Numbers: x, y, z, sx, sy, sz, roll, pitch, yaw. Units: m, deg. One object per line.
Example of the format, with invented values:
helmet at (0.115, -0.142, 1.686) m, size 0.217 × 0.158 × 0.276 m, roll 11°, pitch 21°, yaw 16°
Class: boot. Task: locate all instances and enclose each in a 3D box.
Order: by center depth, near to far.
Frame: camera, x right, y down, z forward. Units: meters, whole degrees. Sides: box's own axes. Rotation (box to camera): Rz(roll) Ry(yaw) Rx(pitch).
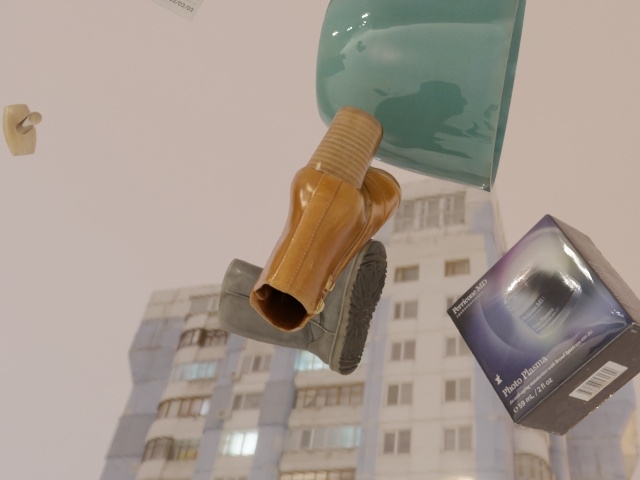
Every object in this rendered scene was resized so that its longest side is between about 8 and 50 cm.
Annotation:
boot at (0.001, 0.000, 0.902) m, size 0.104 × 0.211 × 0.295 m, roll 24°, pitch -11°, yaw 11°
boot at (-0.029, 0.062, 1.086) m, size 0.208 × 0.190 × 0.076 m, roll 22°, pitch 6°, yaw 37°

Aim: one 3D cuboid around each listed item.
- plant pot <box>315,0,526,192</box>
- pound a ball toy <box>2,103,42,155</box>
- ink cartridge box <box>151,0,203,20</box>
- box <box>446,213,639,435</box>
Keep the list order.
plant pot at (0.128, -0.224, 1.082) m, size 0.235 × 0.293 × 0.293 m, roll 10°, pitch -46°, yaw 13°
pound a ball toy at (-0.460, -0.200, 1.073) m, size 0.208 × 0.136 × 0.319 m, roll -10°, pitch -5°, yaw -26°
ink cartridge box at (-0.244, -0.409, 1.314) m, size 0.104 × 0.181 × 0.062 m, roll 20°, pitch -66°, yaw -36°
box at (0.449, 0.164, 1.623) m, size 0.182 × 0.294 × 0.296 m, roll 22°, pitch -61°, yaw -40°
